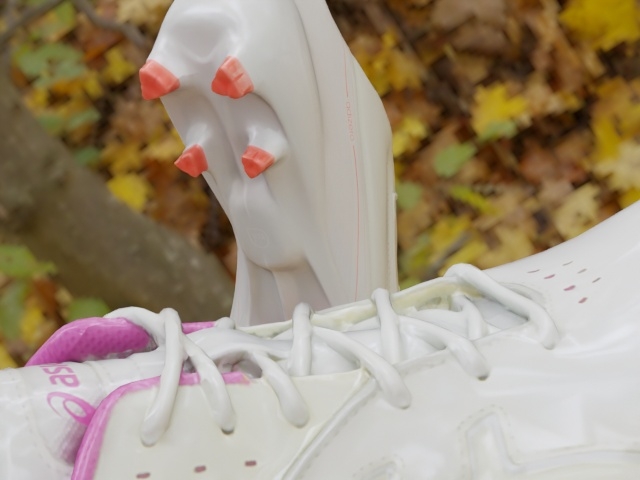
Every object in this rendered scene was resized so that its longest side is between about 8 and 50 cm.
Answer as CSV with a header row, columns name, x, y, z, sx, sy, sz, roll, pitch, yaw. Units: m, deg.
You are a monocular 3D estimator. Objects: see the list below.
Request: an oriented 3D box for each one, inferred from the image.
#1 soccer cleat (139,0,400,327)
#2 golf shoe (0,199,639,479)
name,x,y,z,sx,sy,sz,roll,pitch,yaw
soccer cleat,0.000,0.000,0.600,0.068,0.196,0.076,7,37,32
golf shoe,-0.003,0.060,0.436,0.306,0.140,0.115,-38,23,-14
